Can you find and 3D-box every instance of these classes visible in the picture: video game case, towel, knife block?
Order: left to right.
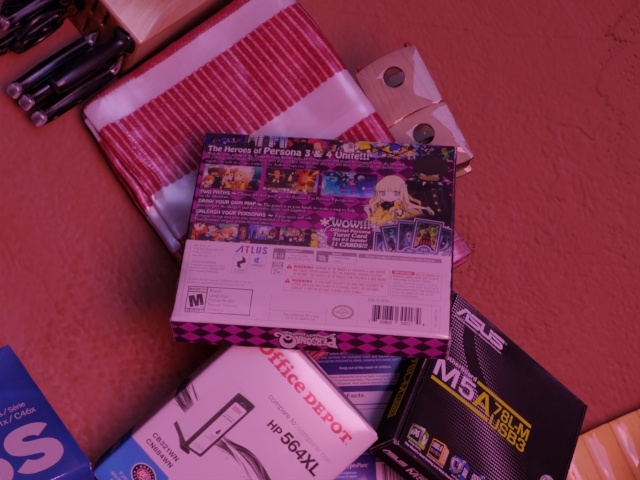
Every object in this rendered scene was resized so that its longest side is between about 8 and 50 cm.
[{"bbox_3d":[-0.170,-0.215,1.277,0.276,0.088,0.242,9,72,-19],"label":"knife block"},{"bbox_3d":[-0.046,-0.056,1.243,0.237,0.037,0.329,-34,84,1],"label":"towel"},{"bbox_3d":[0.000,0.000,1.149,0.232,0.041,0.210,3,53,3],"label":"video game case"}]

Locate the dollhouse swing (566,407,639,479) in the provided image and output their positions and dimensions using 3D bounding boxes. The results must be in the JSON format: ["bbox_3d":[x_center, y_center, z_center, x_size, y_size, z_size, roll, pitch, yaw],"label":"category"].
[{"bbox_3d":[0.368,0.327,1.230,0.347,0.315,0.304,-18,92,-24],"label":"dollhouse swing"}]

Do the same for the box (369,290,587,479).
[{"bbox_3d":[0.153,0.173,1.236,0.191,0.045,0.184,41,51,-15],"label":"box"}]

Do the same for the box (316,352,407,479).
[{"bbox_3d":[0.043,0.137,1.267,0.137,0.036,0.225,0,74,-8],"label":"box"}]

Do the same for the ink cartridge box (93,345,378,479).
[{"bbox_3d":[-0.073,0.181,1.161,0.203,0.086,0.148,-43,91,-3],"label":"ink cartridge box"}]

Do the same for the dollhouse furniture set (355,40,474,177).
[{"bbox_3d":[0.041,-0.091,1.323,0.184,0.129,0.129,-27,84,4],"label":"dollhouse furniture set"}]

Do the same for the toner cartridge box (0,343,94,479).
[{"bbox_3d":[-0.365,0.218,1.033,0.348,0.075,0.165,-23,44,-26],"label":"toner cartridge box"}]
